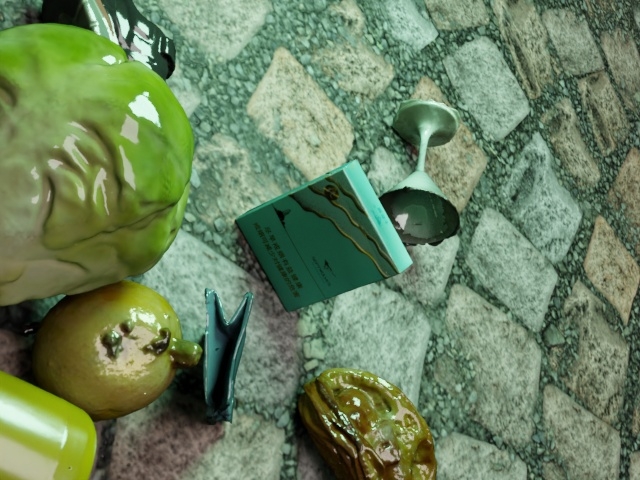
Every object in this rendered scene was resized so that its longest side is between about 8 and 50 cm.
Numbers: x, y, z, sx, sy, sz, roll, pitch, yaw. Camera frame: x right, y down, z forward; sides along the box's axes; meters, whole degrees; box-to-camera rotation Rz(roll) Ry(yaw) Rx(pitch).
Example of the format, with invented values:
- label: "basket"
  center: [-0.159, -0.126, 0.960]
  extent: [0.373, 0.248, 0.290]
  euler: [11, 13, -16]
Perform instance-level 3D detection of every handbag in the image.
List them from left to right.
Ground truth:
- label: "handbag"
  center: [-0.120, 0.149, 1.176]
  extent: [0.057, 0.221, 0.144]
  euler: [5, 73, -5]

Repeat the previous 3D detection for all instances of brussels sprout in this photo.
- label: "brussels sprout"
  center: [-0.271, -0.076, 1.027]
  extent: [0.274, 0.243, 0.316]
  euler: [19, 67, -25]

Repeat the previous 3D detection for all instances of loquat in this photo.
- label: "loquat"
  center: [-0.231, 0.122, 1.084]
  extent: [0.172, 0.204, 0.149]
  euler: [-48, 134, -63]

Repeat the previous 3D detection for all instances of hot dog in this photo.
- label: "hot dog"
  center: [0.078, 0.296, 1.372]
  extent: [0.175, 0.114, 0.259]
  euler: [-42, 105, -46]

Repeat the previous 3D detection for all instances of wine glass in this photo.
- label: "wine glass"
  center: [0.169, -0.121, 1.616]
  extent: [0.156, 0.156, 0.232]
  euler: [36, 46, -29]

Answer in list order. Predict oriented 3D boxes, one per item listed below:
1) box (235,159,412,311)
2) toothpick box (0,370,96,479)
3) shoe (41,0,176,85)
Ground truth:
- label: "box"
  center: [0.001, 0.000, 1.331]
  extent: [0.041, 0.229, 0.162]
  euler: [-37, 101, -46]
- label: "toothpick box"
  center: [-0.373, 0.191, 0.929]
  extent: [0.271, 0.175, 0.175]
  euler: [35, 52, -26]
- label: "shoe"
  center: [-0.251, -0.216, 1.265]
  extent: [0.137, 0.114, 0.291]
  euler: [-26, 89, -52]
